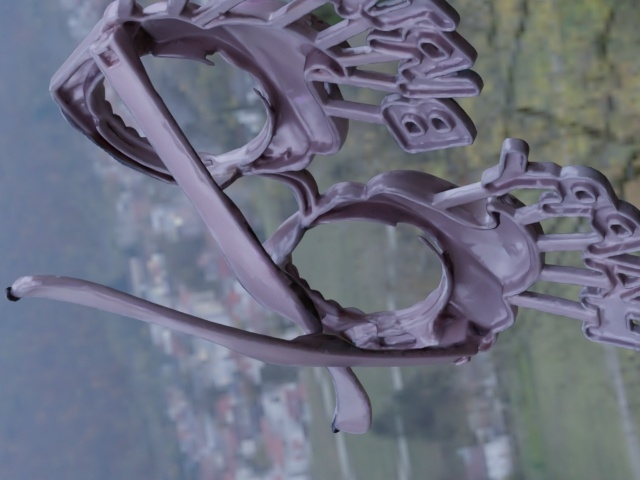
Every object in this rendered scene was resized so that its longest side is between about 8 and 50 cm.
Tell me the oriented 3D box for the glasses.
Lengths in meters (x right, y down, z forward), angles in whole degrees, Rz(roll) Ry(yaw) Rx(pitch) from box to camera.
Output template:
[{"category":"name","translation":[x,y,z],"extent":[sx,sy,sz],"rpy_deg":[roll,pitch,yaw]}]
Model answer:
[{"category":"glasses","translation":[0.006,-0.007,0.595],"extent":[0.162,0.255,0.095],"rpy_deg":[-24,43,34]}]
